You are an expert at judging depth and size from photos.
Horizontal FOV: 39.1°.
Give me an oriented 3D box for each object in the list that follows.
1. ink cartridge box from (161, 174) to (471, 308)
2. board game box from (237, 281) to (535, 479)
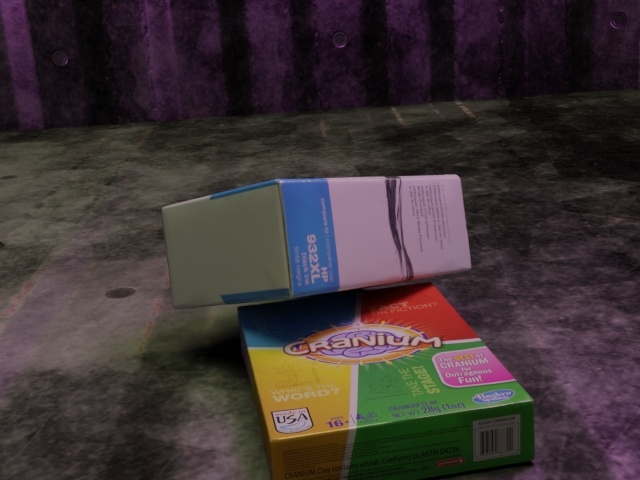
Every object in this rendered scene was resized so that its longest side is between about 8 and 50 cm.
[{"bbox_3d":[0.000,0.000,1.094,0.307,0.129,0.223,-5,-4,-44],"label":"ink cartridge box"},{"bbox_3d":[0.047,0.139,0.934,0.242,0.064,0.316,-7,18,-9],"label":"board game box"}]
